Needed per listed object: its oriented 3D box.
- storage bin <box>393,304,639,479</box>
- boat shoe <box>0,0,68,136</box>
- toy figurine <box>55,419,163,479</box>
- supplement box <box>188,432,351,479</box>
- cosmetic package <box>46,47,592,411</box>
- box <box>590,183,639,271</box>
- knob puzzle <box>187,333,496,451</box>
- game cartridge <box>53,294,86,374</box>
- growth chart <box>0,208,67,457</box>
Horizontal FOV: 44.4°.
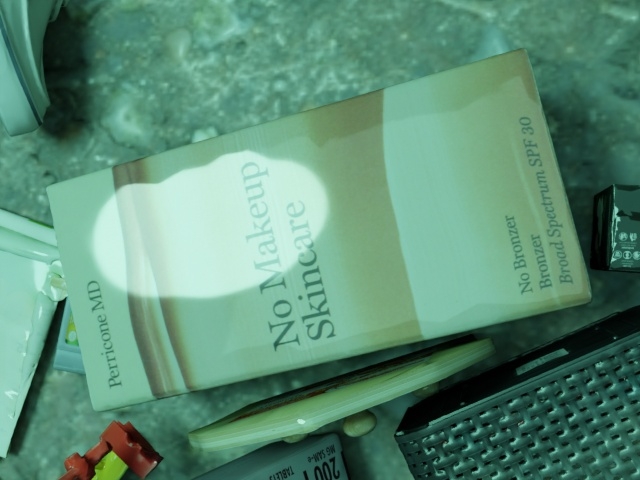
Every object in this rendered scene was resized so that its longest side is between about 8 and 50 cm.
[{"bbox_3d":[0.146,0.110,0.471,0.180,0.122,0.084,-27,83,9],"label":"storage bin"},{"bbox_3d":[-0.223,-0.206,0.573,0.084,0.095,0.258,-13,87,-15],"label":"boat shoe"},{"bbox_3d":[-0.181,0.324,0.504,0.217,0.191,0.362,42,97,5],"label":"toy figurine"},{"bbox_3d":[-0.018,0.257,0.488,0.073,0.130,0.239,-19,84,38],"label":"supplement box"},{"bbox_3d":[0.000,0.000,0.502,0.296,0.129,0.153,-16,86,11],"label":"cosmetic package"},{"bbox_3d":[0.203,-0.005,0.483,0.062,0.083,0.052,3,90,11],"label":"box"},{"bbox_3d":[0.012,0.099,0.462,0.213,0.213,0.029,-19,83,10],"label":"knob puzzle"},{"bbox_3d":[-0.162,0.061,0.582,0.056,0.017,0.083,11,94,-10],"label":"game cartridge"},{"bbox_3d":[-0.283,0.079,0.612,0.172,0.021,0.237,24,93,12],"label":"growth chart"}]
